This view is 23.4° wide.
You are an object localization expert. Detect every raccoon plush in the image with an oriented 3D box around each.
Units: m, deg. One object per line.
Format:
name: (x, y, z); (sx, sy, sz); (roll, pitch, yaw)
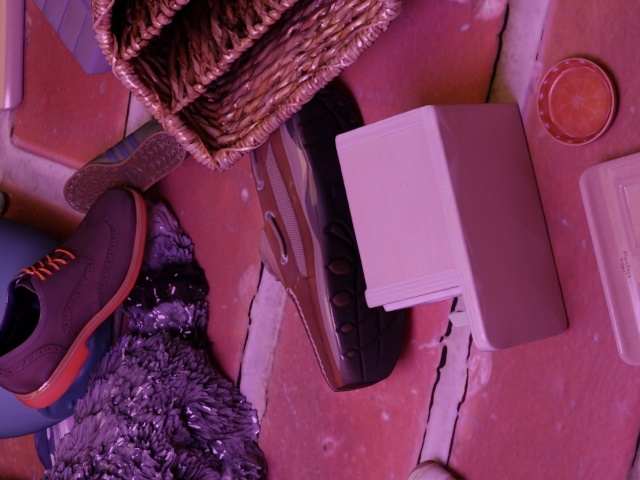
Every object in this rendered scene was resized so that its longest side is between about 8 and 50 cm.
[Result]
raccoon plush: (-0.261, 0.190, 1.720); (0.216, 0.299, 0.446); (-30, 75, 37)

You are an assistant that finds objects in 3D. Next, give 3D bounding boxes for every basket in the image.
basket: (-0.094, -0.258, 1.546); (0.299, 0.213, 0.223); (-37, 42, 32)

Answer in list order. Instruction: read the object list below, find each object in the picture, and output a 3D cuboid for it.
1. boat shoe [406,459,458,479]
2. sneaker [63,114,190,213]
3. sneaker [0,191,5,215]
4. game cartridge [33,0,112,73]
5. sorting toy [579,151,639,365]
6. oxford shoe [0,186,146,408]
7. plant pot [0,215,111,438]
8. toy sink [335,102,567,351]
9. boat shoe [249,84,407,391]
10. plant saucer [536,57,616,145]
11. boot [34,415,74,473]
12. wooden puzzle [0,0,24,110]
boat shoe: (0.099, 0.303, 1.599); (0.048, 0.056, 0.153); (33, 107, 37)
sneaker: (-0.209, -0.094, 1.794); (0.192, 0.086, 0.064); (-25, 107, 35)
sneaker: (-0.460, -0.036, 2.005); (0.098, 0.069, 0.038); (-29, 77, 37)
game cartridge: (-0.252, -0.388, 1.771); (0.230, 0.068, 0.355); (50, 136, 19)
sorting toy: (0.349, 0.003, 1.384); (0.208, 0.038, 0.193); (-16, 85, 34)
oxford shoe: (-0.277, 0.046, 1.694); (0.097, 0.098, 0.271); (4, 61, 40)
plant pot: (-0.394, 0.107, 1.843); (0.235, 0.293, 0.293); (9, 100, 24)
toy sink: (0.124, -0.005, 1.487); (0.131, 0.153, 0.234); (-16, 85, 39)
boat shoe: (0.000, 0.000, 1.619); (0.120, 0.123, 0.324); (-23, 72, 43)
plant saucer: (0.244, -0.132, 1.466); (0.083, 0.013, 0.083); (4, 96, 38)
boot: (-0.306, 0.294, 1.923); (0.086, 0.069, 0.190); (-23, 71, 45)
wooden puzzle: (-0.475, -0.284, 2.017); (0.239, 0.044, 0.220); (6, 98, 34)
